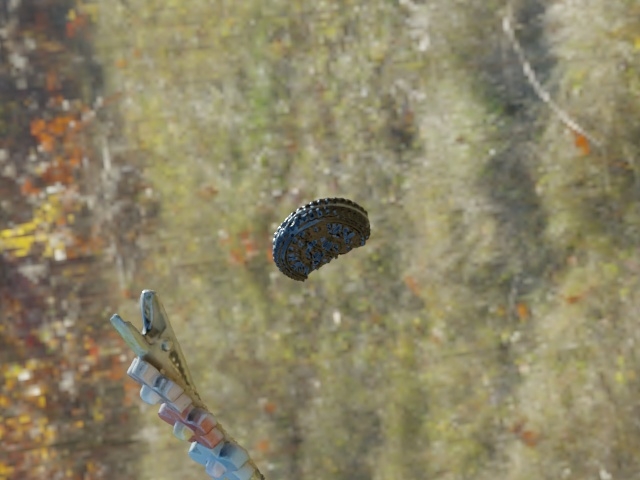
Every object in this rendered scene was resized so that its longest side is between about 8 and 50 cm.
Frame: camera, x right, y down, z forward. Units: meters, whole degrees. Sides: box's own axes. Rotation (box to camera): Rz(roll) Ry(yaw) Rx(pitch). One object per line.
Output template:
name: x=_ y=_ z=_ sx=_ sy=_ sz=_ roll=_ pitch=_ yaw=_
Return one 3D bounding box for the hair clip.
hair clip: x=-0.103 y=0.131 z=1.045 sx=0.062 sy=0.056 sz=0.213 roll=10 pitch=135 yaw=43

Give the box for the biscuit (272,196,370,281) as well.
biscuit: x=0.000 y=0.000 z=1.172 sx=0.089 sy=0.087 sz=0.027 roll=96 pitch=163 yaw=-45
